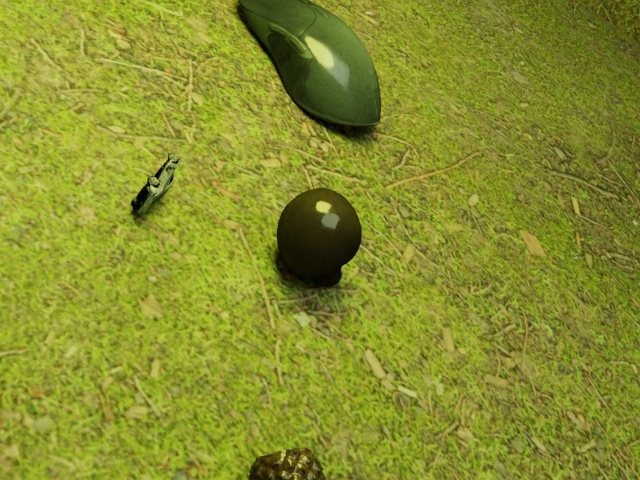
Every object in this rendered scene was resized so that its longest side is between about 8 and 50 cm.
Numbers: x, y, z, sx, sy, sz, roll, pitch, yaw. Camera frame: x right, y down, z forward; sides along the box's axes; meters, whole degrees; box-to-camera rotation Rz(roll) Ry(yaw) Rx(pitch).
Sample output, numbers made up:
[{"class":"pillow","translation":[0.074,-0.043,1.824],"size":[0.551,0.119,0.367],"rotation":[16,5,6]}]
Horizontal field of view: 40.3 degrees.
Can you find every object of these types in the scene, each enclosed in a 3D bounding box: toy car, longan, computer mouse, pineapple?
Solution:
[{"class":"toy car","translation":[-0.176,-0.064,0.954],"size":[0.025,0.041,0.093],"rotation":[38,38,-10]},{"class":"longan","translation":[0.000,0.000,1.010],"size":[0.106,0.106,0.119],"rotation":[-45,129,-54]},{"class":"computer mouse","translation":[-0.025,-0.320,1.316],"size":[0.167,0.090,0.379],"rotation":[-16,63,-50]},{"class":"pineapple","translation":[-0.017,0.262,0.749],"size":[0.074,0.074,0.159],"rotation":[7,57,-38]}]
